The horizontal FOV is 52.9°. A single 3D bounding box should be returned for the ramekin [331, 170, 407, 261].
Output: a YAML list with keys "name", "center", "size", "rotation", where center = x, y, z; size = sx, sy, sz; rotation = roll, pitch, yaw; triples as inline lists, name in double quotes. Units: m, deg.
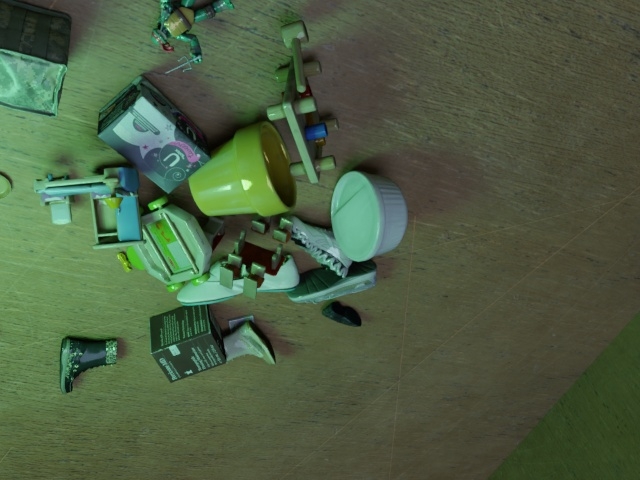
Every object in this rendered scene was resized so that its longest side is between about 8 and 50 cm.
- name: "ramekin"
  center: [0.151, -0.078, 1.948]
  size: [0.127, 0.273, 0.272]
  rotation: [-6, 130, -29]

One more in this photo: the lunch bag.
- name: "lunch bag"
  center: [-0.708, -0.421, 1.406]
  size: [0.287, 0.235, 0.169]
  rotation: [10, 129, -25]

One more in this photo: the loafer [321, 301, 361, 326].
- name: "loafer"
  center: [0.079, 0.274, 2.334]
  size: [0.170, 0.062, 0.061]
  rotation: [32, 134, -31]

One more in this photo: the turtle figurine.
- name: "turtle figurine"
  center: [-0.328, -0.524, 1.528]
  size: [0.234, 0.118, 0.175]
  rotation: [-44, 144, -1]

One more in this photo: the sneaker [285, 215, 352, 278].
- name: "sneaker"
  center: [0.000, 0.000, 2.069]
  size: [0.292, 0.110, 0.118]
  rotation: [41, 82, -31]

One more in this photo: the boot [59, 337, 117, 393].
- name: "boot"
  center: [-0.776, 0.420, 2.149]
  size: [0.179, 0.085, 0.236]
  rotation: [1, 126, -22]

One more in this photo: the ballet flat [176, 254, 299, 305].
- name: "ballet flat"
  center: [-0.263, 0.112, 2.059]
  size: [0.400, 0.139, 0.139]
  rotation: [-7, 129, -18]

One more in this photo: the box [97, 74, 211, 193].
- name: "box"
  center: [-0.429, -0.273, 1.675]
  size: [0.163, 0.142, 0.247]
  rotation: [-37, 129, 12]

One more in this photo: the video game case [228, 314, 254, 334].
- name: "video game case"
  center: [-0.274, 0.317, 2.276]
  size: [0.087, 0.011, 0.122]
  rotation: [-11, 130, -9]

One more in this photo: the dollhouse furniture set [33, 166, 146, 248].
- name: "dollhouse furniture set"
  center: [-0.595, -0.070, 1.617]
  size: [0.286, 0.303, 0.198]
  rotation: [-6, 94, -3]

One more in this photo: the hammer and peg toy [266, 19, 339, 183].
- name: "hammer and peg toy"
  center: [-0.057, -0.354, 1.656]
  size: [0.127, 0.266, 0.361]
  rotation: [-9, 133, 13]

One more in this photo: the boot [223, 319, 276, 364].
- name: "boot"
  center: [-0.267, 0.392, 2.280]
  size: [0.165, 0.077, 0.213]
  rotation: [-29, 125, 5]

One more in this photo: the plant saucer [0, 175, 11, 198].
- name: "plant saucer"
  center: [-0.870, -0.147, 1.715]
  size: [0.083, 0.015, 0.083]
  rotation: [-9, 130, -11]

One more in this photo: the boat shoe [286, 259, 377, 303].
- name: "boat shoe"
  center: [0.043, 0.154, 2.185]
  size: [0.320, 0.118, 0.103]
  rotation: [-18, 128, -13]

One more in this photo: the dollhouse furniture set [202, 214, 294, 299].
- name: "dollhouse furniture set"
  center: [-0.237, 0.032, 1.927]
  size: [0.259, 0.262, 0.135]
  rotation: [22, 139, 8]

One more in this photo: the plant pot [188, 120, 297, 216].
- name: "plant pot"
  center: [-0.219, -0.174, 1.771]
  size: [0.239, 0.254, 0.254]
  rotation: [-16, 132, 15]

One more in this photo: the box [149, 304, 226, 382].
- name: "box"
  center: [-0.439, 0.332, 2.132]
  size: [0.203, 0.167, 0.168]
  rotation: [-20, 130, -2]

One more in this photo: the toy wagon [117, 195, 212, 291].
- name: "toy wagon"
  center: [-0.465, 0.020, 1.870]
  size: [0.344, 0.068, 0.267]
  rotation: [-15, 107, 39]
